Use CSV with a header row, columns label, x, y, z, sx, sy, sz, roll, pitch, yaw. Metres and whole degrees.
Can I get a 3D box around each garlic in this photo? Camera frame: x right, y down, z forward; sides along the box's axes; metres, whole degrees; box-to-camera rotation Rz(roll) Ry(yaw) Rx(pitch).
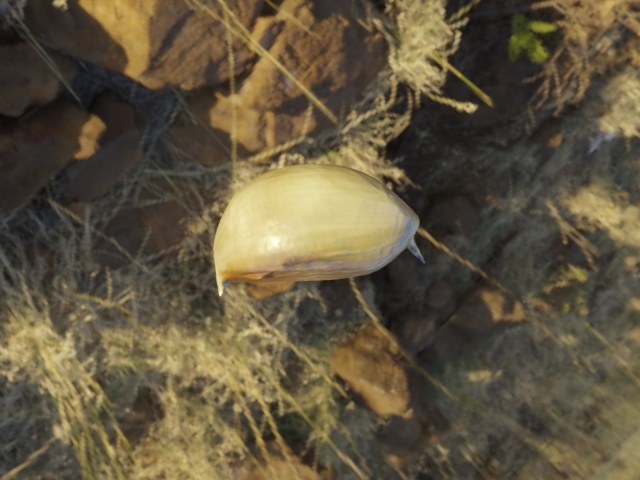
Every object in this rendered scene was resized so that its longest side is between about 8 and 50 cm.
label,x,y,z,sx,sy,sz,roll,pitch,yaw
garlic,0.010,-0.006,0.794,0.198,0.090,0.128,-8,153,-15
